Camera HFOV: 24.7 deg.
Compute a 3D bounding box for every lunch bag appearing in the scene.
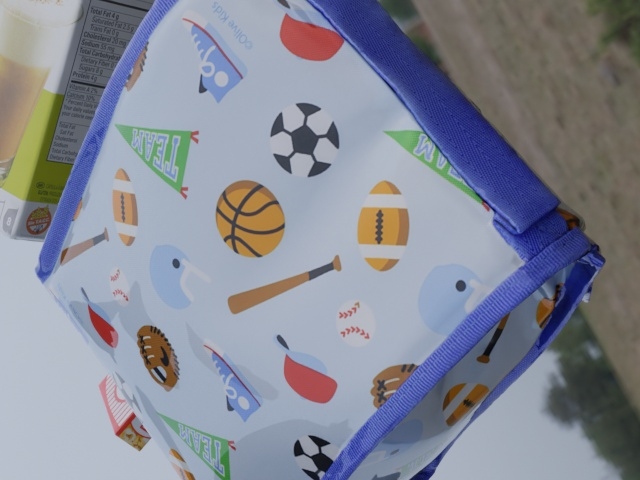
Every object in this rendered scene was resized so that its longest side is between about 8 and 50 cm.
[{"bbox_3d":[0.000,0.000,1.033,0.328,0.239,0.385,49,142,17],"label":"lunch bag"}]

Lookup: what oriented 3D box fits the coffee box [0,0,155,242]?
[{"bbox_3d":[-0.261,-0.198,1.680,0.338,0.334,0.338,5,-164,-47],"label":"coffee box"}]

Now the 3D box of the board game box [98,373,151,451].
[{"bbox_3d":[-0.194,0.154,1.848,0.045,0.193,0.147,39,-176,-25],"label":"board game box"}]
